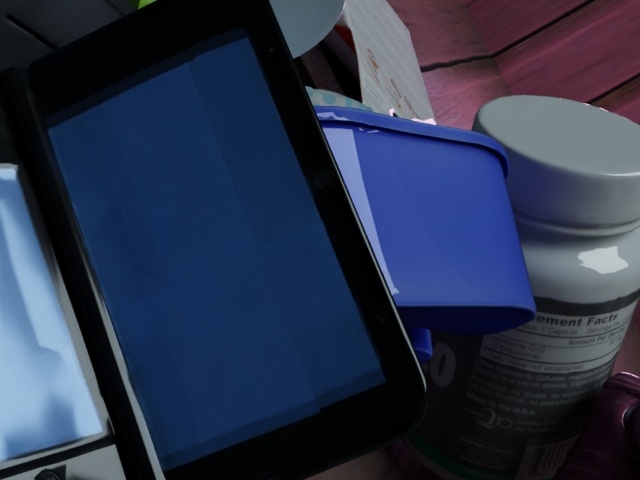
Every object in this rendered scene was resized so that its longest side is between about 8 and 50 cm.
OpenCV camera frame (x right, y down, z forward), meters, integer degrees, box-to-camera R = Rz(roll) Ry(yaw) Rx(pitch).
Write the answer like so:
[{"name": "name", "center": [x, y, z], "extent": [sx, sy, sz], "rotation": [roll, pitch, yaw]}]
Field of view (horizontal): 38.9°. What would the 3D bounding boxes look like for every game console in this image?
[{"name": "game console", "center": [-0.124, 0.008, 0.463], "extent": [0.250, 0.173, 0.293], "rotation": [-7, 70, -49]}]

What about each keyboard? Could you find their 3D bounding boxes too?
[{"name": "keyboard", "center": [0.010, -0.215, 1.260], "extent": [0.256, 0.014, 0.072], "rotation": [63, 23, 2]}]

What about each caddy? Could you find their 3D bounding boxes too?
[{"name": "caddy", "center": [0.000, 0.000, 0.677], "extent": [0.341, 0.241, 0.179], "rotation": [4, 67, -42]}]

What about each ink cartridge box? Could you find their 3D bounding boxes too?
[{"name": "ink cartridge box", "center": [0.066, -0.241, 1.305], "extent": [0.308, 0.091, 0.385], "rotation": [40, 33, -50]}]

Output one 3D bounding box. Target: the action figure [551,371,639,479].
[{"name": "action figure", "center": [0.244, 0.236, 0.820], "extent": [0.275, 0.370, 0.248], "rotation": [30, -16, 9]}]

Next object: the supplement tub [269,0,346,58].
[{"name": "supplement tub", "center": [-0.087, -0.353, 0.934], "extent": [0.228, 0.228, 0.316], "rotation": [39, 32, -44]}]

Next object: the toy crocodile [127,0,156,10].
[{"name": "toy crocodile", "center": [-0.198, -0.300, 0.761], "extent": [0.115, 0.105, 0.341], "rotation": [3, 58, -38]}]

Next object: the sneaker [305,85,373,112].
[{"name": "sneaker", "center": [-0.032, -0.110, 0.862], "extent": [0.366, 0.150, 0.135], "rotation": [39, 28, -28]}]

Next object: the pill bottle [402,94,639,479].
[{"name": "pill bottle", "center": [0.199, 0.056, 0.892], "extent": [0.204, 0.204, 0.361], "rotation": [-71, 171, -60]}]

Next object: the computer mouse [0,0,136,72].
[{"name": "computer mouse", "center": [-0.179, -0.139, 0.601], "extent": [0.272, 0.188, 0.072], "rotation": [28, 4, -41]}]
